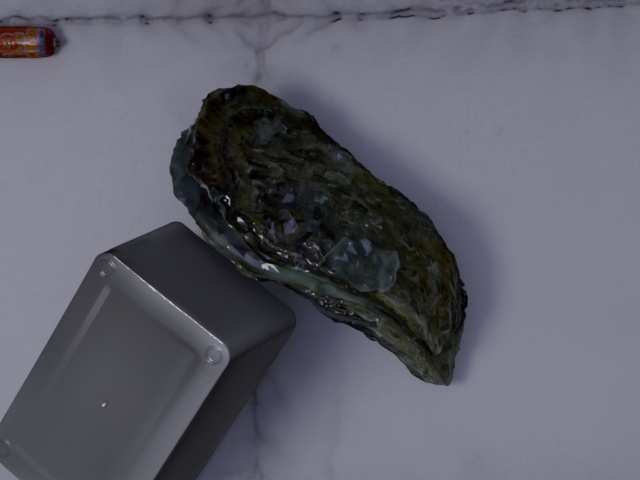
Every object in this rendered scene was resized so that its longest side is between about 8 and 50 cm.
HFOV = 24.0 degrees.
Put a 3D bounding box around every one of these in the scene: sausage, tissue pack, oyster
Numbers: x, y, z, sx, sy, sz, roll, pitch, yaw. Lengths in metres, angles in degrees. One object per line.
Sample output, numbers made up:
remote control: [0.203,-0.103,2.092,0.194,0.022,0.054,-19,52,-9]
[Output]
sausage: [-0.325,-0.201,1.529,0.130,0.034,0.034,3,85,11]
tissue pack: [-0.163,0.130,1.374,0.159,0.136,0.246,38,112,11]
oyster: [0.006,0.001,1.393,0.351,0.158,0.162,44,78,1]
